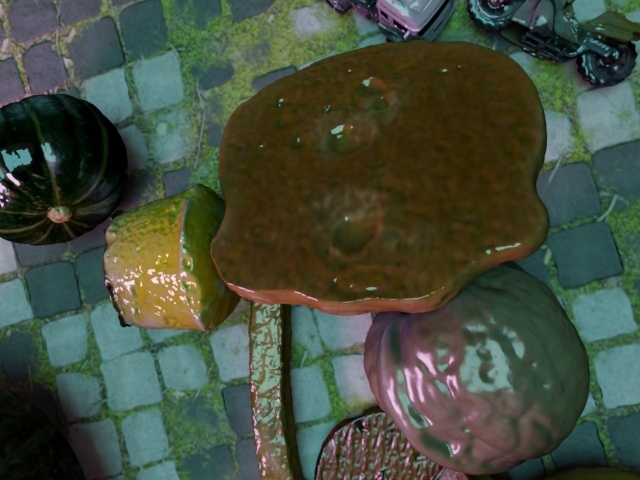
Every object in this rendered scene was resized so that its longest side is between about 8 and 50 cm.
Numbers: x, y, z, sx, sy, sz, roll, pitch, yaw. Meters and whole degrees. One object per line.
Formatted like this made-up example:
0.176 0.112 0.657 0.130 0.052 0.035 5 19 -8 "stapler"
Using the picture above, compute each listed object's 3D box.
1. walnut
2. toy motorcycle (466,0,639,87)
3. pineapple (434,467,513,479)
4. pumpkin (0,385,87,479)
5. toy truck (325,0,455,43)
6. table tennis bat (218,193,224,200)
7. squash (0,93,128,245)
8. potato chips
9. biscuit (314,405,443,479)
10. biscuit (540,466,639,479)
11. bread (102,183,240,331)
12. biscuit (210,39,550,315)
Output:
0.178 0.145 0.653 0.248 0.248 0.248 0 89 8 "walnut"
0.307 -0.294 0.713 0.229 0.094 0.129 29 92 3 "toy motorcycle"
0.180 0.349 0.666 0.114 0.186 0.236 29 132 -13 "pineapple"
-0.521 0.384 0.699 0.455 0.344 0.454 0 87 -8 "pumpkin"
0.056 -0.359 0.738 0.253 0.124 0.114 39 97 9 "toy truck"
-0.076 -0.074 0.802 0.234 0.022 0.131 -19 87 6 "table tennis bat"
-0.363 -0.093 0.750 0.218 0.218 0.172 -23 53 7 "squash"
-0.060 0.201 0.768 0.057 0.080 0.406 -5 88 19 "potato chips"
0.093 0.330 0.761 0.212 0.036 0.212 0 91 7 "biscuit"
0.352 0.425 0.691 0.296 0.102 0.296 0 92 9 "biscuit"
-0.182 0.027 0.728 0.171 0.197 0.197 -7 88 14 "bread"
0.065 -0.084 0.657 0.385 0.062 0.365 -6 60 12 "biscuit"
